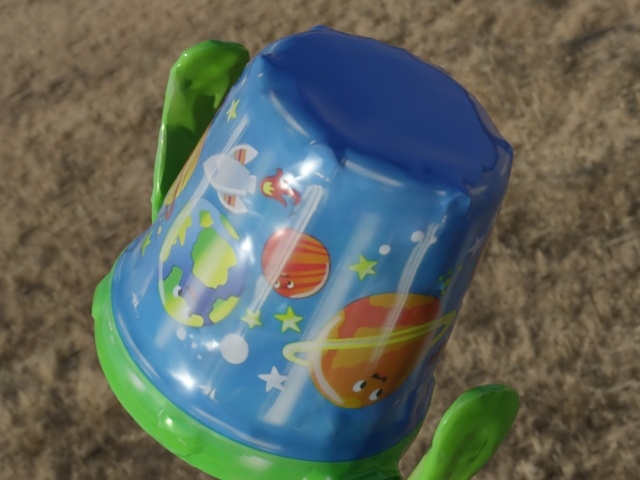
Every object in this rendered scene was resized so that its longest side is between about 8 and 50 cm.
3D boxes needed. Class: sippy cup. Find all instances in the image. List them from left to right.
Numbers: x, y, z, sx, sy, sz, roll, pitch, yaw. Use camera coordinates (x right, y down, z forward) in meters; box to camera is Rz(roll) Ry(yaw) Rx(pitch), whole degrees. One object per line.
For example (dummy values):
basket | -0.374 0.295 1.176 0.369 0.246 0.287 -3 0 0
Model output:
sippy cup | 0.000 0.000 0.768 0.224 0.305 0.240 -64 -7 34
